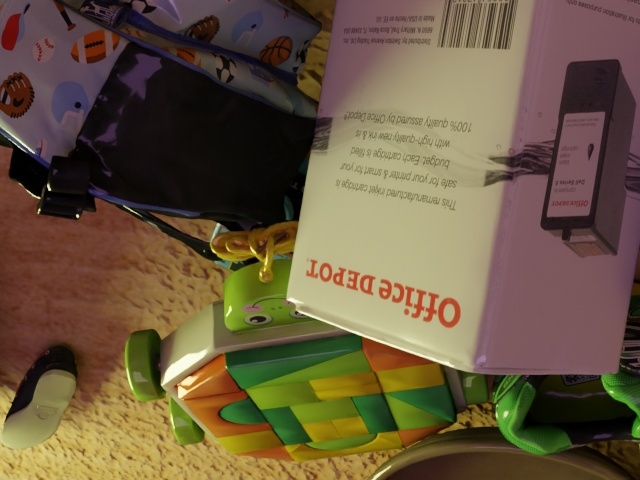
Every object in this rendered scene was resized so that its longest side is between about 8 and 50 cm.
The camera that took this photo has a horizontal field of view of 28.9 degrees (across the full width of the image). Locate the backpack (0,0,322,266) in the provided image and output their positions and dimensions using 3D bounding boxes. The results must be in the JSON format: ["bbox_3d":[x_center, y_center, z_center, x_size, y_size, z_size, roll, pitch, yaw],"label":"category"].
[{"bbox_3d":[-0.148,-0.124,0.865,0.263,0.276,0.213,23,91,27],"label":"backpack"}]

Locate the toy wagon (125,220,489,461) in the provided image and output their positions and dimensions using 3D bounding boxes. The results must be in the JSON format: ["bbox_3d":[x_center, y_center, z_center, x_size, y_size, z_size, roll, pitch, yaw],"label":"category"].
[{"bbox_3d":[-0.011,0.091,0.958,0.267,0.068,0.344,-9,154,8],"label":"toy wagon"}]

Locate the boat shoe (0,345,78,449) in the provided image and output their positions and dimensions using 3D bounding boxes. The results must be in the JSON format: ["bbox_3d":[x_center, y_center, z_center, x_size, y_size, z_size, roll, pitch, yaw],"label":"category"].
[{"bbox_3d":[-0.271,0.154,1.200,0.049,0.042,0.133,19,128,-25],"label":"boat shoe"}]

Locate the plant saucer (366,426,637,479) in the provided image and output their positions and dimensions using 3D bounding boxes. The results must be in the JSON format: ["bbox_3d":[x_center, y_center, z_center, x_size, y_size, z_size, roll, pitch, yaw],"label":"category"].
[{"bbox_3d":[0.168,0.249,1.086,0.277,0.041,0.278,8,135,8],"label":"plant saucer"}]

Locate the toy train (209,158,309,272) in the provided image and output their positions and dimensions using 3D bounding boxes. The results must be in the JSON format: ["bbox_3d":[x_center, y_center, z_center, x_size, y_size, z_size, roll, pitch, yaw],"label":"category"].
[{"bbox_3d":[0.000,0.000,1.007,0.184,0.080,0.105,25,132,0],"label":"toy train"}]

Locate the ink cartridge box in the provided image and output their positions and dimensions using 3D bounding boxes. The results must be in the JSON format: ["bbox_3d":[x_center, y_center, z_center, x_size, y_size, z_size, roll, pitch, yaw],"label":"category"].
[{"bbox_3d":[0.095,-0.071,0.751,0.198,0.114,0.273,15,97,56],"label":"ink cartridge box"}]

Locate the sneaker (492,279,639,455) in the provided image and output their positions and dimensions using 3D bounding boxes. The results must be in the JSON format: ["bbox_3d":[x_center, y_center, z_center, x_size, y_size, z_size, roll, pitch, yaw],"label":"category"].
[{"bbox_3d":[0.289,0.088,0.926,0.343,0.146,0.134,-23,110,26],"label":"sneaker"}]
